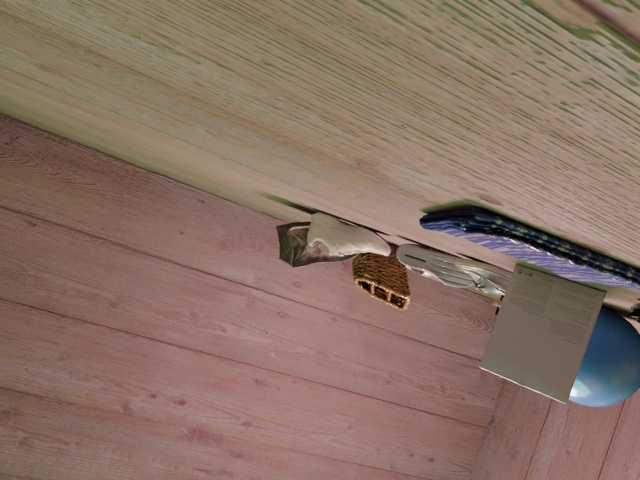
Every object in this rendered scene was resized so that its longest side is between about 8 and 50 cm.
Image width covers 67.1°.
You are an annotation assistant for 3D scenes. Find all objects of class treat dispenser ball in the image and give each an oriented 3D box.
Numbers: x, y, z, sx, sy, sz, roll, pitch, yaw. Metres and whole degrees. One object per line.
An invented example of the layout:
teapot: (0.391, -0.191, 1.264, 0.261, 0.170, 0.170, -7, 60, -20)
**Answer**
treat dispenser ball: (0.784, 0.333, 1.410, 0.288, 0.288, 0.288, 20, 178, 1)

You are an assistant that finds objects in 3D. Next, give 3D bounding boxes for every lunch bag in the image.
lunch bag: (0.000, 0.000, 1.800, 0.287, 0.169, 0.235, -6, -173, -15)

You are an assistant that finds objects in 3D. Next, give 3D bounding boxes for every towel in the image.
towel: (0.347, 0.022, 0.804, 0.336, 0.040, 0.243, 20, 179, -6)

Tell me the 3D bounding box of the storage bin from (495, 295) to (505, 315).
storage bin: (0.860, 0.297, 2.197, 0.084, 0.122, 0.180, 19, 178, 18)

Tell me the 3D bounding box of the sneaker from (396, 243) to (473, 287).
sneaker: (0.362, 0.066, 1.518, 0.258, 0.094, 0.091, 24, -164, -1)

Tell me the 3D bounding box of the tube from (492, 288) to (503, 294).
tube: (0.692, 0.176, 1.635, 0.207, 0.052, 0.080, 12, -173, 34)

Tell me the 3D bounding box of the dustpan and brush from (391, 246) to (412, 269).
dustpan and brush: (0.362, 0.082, 2.156, 0.147, 0.060, 0.211, 18, 178, 43)

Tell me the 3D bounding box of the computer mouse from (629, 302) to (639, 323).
computer mouse: (0.728, 0.174, 0.891, 0.188, 0.072, 0.272, 18, -170, 4)

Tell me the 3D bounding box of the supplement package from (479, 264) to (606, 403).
supplement package: (0.537, 0.223, 1.183, 0.199, 0.263, 0.198, 20, 178, 25)

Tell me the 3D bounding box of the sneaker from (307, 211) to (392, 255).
sneaker: (0.093, 0.003, 1.628, 0.297, 0.129, 0.111, 18, 176, 12)

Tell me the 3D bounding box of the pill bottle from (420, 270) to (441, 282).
pill bottle: (0.472, 0.124, 1.914, 0.137, 0.078, 0.078, 21, 178, -6)

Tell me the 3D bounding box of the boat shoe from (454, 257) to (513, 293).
boat shoe: (0.485, 0.114, 1.384, 0.227, 0.081, 0.079, 20, 178, -4)

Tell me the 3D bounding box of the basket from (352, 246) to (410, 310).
basket: (0.244, 0.175, 1.989, 0.213, 0.223, 0.299, -8, 164, 2)

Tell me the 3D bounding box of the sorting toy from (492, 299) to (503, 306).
sorting toy: (0.843, 0.263, 1.900, 0.255, 0.089, 0.257, 20, 179, 6)
